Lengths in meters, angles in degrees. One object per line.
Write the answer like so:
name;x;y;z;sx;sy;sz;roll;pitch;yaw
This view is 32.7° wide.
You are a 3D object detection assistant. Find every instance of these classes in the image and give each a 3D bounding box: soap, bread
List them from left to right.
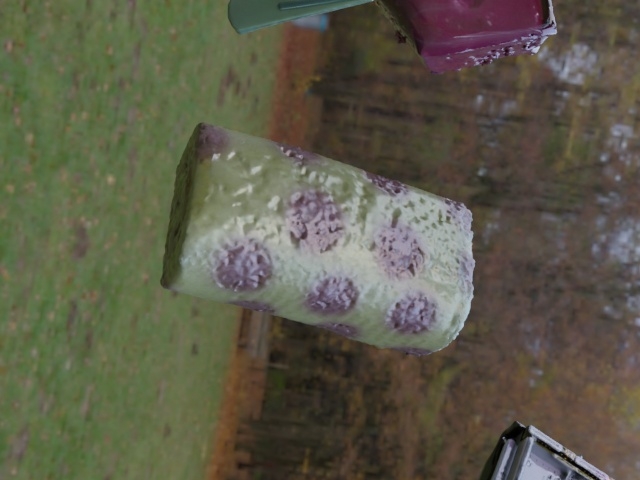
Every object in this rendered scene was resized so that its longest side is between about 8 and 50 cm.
bread;0.000;0.000;1.193;0.155;0.338;0.187;-43;-143;54
soap;0.140;-0.357;1.222;0.127;0.220;0.325;55;28;-81

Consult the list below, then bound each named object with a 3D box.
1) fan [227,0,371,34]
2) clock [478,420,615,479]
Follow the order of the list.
fan;0.009;-0.213;0.957;0.016;0.193;0.038;-8;93;-74
clock;0.278;0.365;1.356;0.253;0.186;0.083;-57;-179;-44
